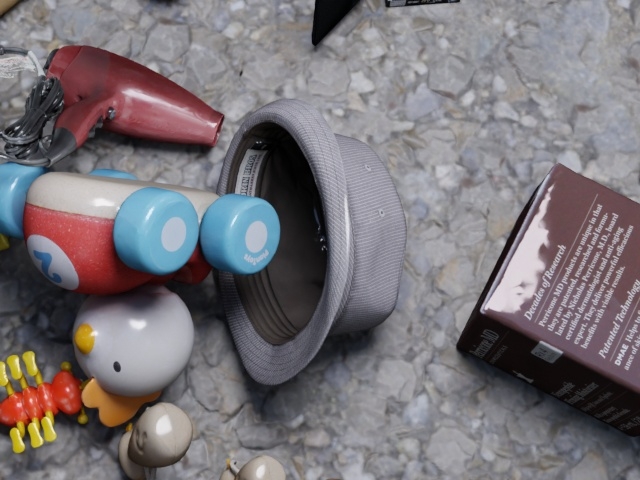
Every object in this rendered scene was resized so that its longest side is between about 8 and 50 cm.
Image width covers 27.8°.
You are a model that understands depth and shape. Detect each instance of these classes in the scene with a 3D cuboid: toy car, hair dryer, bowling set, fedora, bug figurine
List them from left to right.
[{"bbox_3d":[-0.341,0.079,1.259,0.216,0.072,0.279,-15,79,0],"label":"bug figurine"},{"bbox_3d":[-0.232,-0.118,1.273,0.294,0.080,0.223,-4,42,-31],"label":"hair dryer"},{"bbox_3d":[-0.185,0.060,1.187,0.219,0.210,0.238,11,96,38],"label":"toy car"},{"bbox_3d":[-0.070,0.286,1.191,0.200,0.154,0.287,-1,71,-22],"label":"bowling set"},{"bbox_3d":[0.000,0.000,1.243,0.124,0.243,0.275,2,57,-32],"label":"fedora"}]

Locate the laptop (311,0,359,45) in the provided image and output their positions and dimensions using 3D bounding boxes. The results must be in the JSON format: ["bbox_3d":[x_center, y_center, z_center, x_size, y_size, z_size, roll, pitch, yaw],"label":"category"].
[{"bbox_3d":[0.127,-0.295,1.283,0.136,0.234,0.264,40,75,9],"label":"laptop"}]

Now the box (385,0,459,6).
[{"bbox_3d":[0.109,-0.292,1.414,0.083,0.018,0.067,-6,74,-4],"label":"box"}]

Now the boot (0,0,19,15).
[{"bbox_3d":[-0.303,-0.278,1.363,0.269,0.089,0.236,-39,68,-12],"label":"boot"}]

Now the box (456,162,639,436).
[{"bbox_3d":[0.264,0.062,1.238,0.203,0.168,0.167,27,75,6],"label":"box"}]
